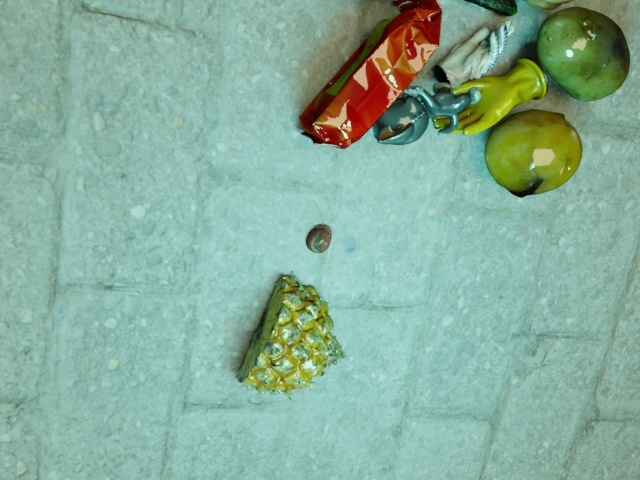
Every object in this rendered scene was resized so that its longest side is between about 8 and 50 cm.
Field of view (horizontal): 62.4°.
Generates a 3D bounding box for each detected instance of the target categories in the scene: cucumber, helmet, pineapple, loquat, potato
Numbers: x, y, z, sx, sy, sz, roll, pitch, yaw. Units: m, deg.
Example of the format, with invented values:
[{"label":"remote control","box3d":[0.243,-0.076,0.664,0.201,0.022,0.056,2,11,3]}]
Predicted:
[{"label":"cucumber","box3d":[0.408,-0.613,1.328,0.215,0.052,0.058,12,122,-16]},{"label":"helmet","box3d":[0.001,-0.001,1.410,0.065,0.049,0.084,31,97,-17]},{"label":"pineapple","box3d":[-0.032,0.299,1.403,0.286,0.209,0.344,22,98,-17]},{"label":"loquat","box3d":[0.548,-0.226,1.374,0.235,0.235,0.234,-3,106,-12]},{"label":"potato","box3d":[0.663,-0.477,1.332,0.308,0.173,0.210,10,87,-41]}]

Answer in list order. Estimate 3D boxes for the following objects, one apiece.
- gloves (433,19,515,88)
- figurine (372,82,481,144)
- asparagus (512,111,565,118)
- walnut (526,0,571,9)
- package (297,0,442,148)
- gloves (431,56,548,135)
[{"label":"gloves","box3d":[0.396,-0.474,1.343,0.229,0.119,0.097,-38,149,10]},{"label":"figurine","box3d":[0.248,-0.311,1.297,0.266,0.193,0.140,-6,107,-6]},{"label":"asparagus","box3d":[0.597,-0.338,1.458,0.165,0.030,0.036,-4,117,-12]},{"label":"walnut","box3d":[0.584,-0.678,1.275,0.245,0.198,0.198,-45,110,-6]},{"label":"package","box3d":[0.117,-0.386,1.251,0.123,0.196,0.423,38,94,-24]},{"label":"gloves","box3d":[0.425,-0.354,1.362,0.295,0.133,0.116,-28,121,-5]}]
